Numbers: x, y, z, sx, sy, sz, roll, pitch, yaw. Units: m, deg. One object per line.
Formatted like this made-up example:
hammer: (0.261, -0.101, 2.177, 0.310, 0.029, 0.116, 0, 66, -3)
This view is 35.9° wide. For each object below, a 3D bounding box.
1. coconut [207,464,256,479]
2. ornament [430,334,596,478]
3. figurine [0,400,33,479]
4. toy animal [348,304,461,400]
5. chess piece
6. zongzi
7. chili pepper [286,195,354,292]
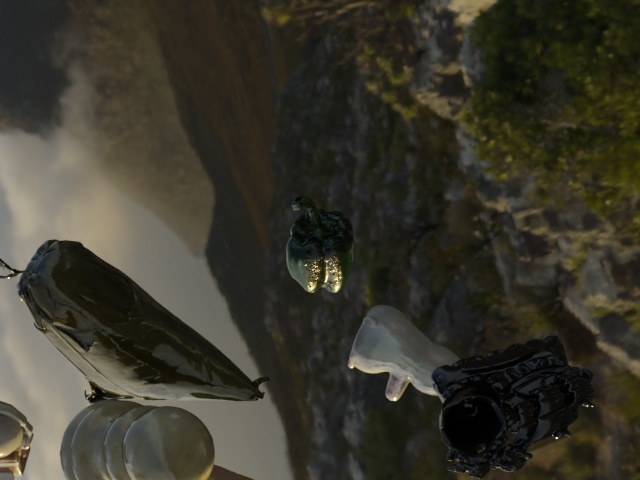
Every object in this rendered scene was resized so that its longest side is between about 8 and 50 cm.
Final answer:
coconut: (-0.191, 0.539, 1.756, 0.233, 0.233, 0.245, -178, 107, -72)
ornament: (0.285, 0.246, 1.433, 0.260, 0.251, 0.106, -105, -3, -78)
figurine: (-0.706, 0.426, 2.159, 0.141, 0.162, 0.237, -93, 3, -45)
toy animal: (0.185, 0.232, 1.820, 0.282, 0.141, 0.138, 34, 152, -1)
chess piece: (-0.246, 0.293, 1.383, 0.299, 0.167, 0.167, -24, 83, 57)
zongzi: (-0.343, 0.123, 1.691, 0.418, 0.181, 0.447, 3, 140, 36)
chili pepper: (0.000, 0.000, 2.319, 0.174, 0.165, 0.261, -63, -23, -45)
